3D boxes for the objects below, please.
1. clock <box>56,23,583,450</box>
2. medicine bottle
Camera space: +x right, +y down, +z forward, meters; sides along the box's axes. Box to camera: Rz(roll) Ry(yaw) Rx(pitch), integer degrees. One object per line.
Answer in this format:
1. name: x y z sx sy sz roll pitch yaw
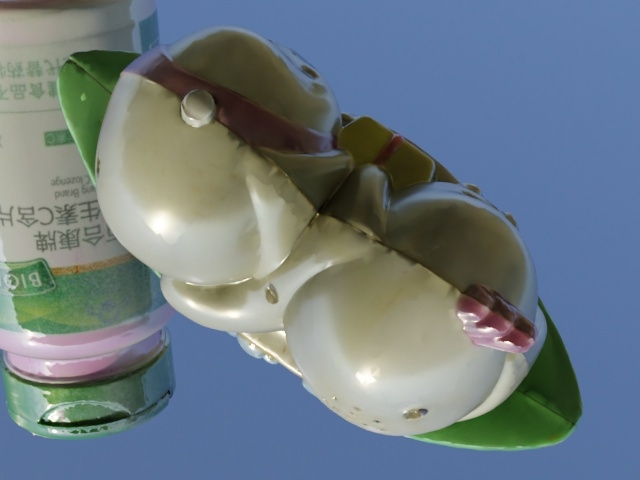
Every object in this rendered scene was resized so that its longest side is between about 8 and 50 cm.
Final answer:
1. clock: 0.000 0.000 0.512 0.231 0.144 0.103 33 -103 5
2. medicine bottle: -0.151 -0.022 0.828 0.133 0.274 0.133 -3 -156 1
